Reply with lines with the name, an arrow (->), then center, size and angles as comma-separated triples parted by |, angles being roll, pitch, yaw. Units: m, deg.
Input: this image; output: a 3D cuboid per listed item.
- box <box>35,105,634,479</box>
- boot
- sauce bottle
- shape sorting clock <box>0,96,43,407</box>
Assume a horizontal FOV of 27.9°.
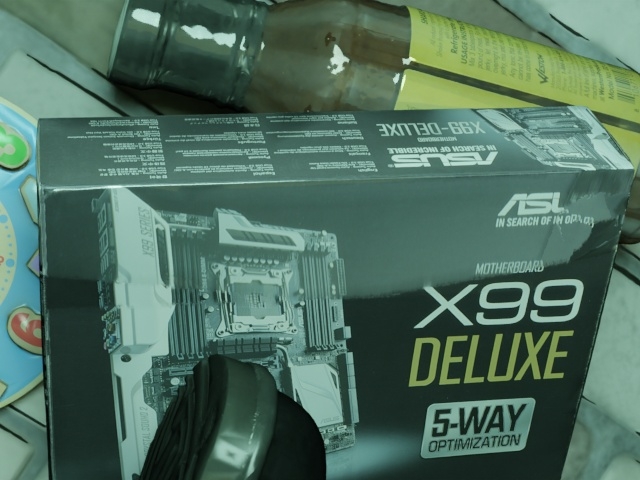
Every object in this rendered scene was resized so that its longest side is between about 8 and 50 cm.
box -> 0.000, 0.049, 0.726 | 0.307, 0.076, 0.242 | -2, 124, -12
boot -> 0.017, 0.209, 0.702 | 0.260, 0.131, 0.348 | 11, 132, -9
sauce bottle -> 0.048, -0.088, 0.775 | 0.344, 0.111, 0.111 | 16, 87, -11
shape sorting clock -> -0.233, 0.008, 0.752 | 0.206, 0.040, 0.206 | 0, 91, -11
